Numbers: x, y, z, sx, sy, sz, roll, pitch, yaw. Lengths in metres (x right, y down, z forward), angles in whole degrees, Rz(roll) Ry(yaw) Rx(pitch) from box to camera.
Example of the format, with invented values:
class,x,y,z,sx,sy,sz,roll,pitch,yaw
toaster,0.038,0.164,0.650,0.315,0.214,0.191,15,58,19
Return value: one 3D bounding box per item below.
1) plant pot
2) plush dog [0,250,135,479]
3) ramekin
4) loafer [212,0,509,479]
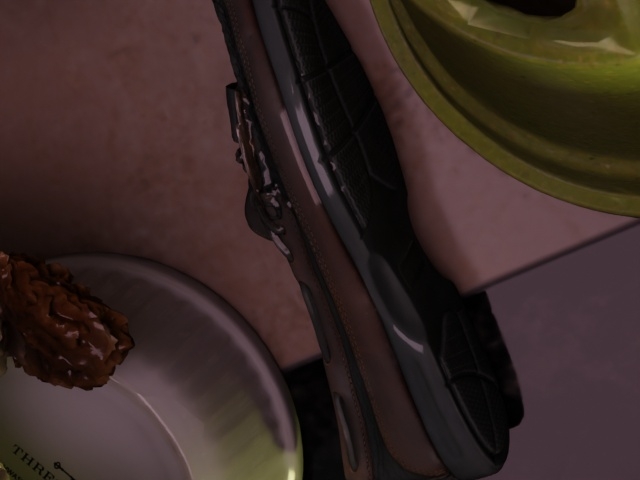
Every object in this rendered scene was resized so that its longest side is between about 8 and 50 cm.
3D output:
class,x,y,z,sx,sy,sz,roll,pitch,yaw
plant pot,0.118,-0.144,0.739,0.276,0.254,0.276,0,91,15
plush dog,-0.205,0.092,0.835,0.262,0.210,0.225,8,90,-22
ramekin,-0.119,0.116,0.952,0.207,0.109,0.207,3,103,12
loafer,0.000,0.000,0.910,0.084,0.096,0.267,-21,99,22
